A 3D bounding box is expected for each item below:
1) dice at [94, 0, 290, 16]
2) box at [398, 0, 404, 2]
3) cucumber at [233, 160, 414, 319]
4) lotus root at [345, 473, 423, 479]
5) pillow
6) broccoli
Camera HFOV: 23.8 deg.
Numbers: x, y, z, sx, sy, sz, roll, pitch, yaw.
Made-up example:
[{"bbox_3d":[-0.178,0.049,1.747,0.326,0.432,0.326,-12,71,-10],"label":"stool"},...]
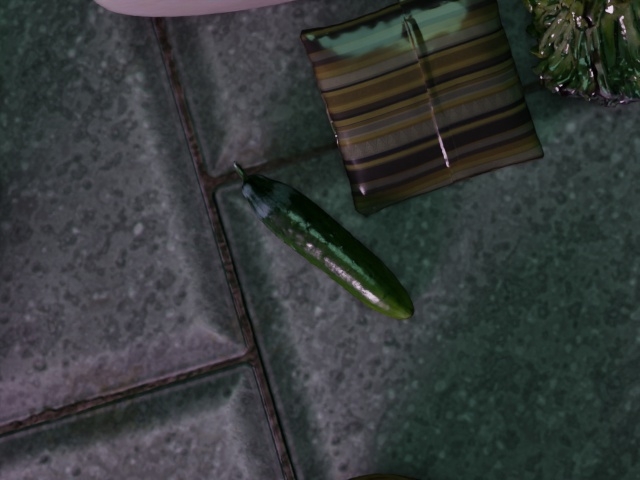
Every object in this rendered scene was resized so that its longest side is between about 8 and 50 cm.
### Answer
[{"bbox_3d":[-0.105,-0.403,1.520,0.304,0.277,0.304,-10,85,6],"label":"dice"},{"bbox_3d":[0.093,-0.255,1.605,0.024,0.053,0.083,0,88,3],"label":"box"},{"bbox_3d":[0.000,0.000,1.597,0.250,0.056,0.056,38,90,4],"label":"cucumber"},{"bbox_3d":[0.086,0.305,1.545,0.214,0.138,0.138,-3,87,-7],"label":"lotus root"},{"bbox_3d":[0.107,-0.150,1.575,0.208,0.052,0.212,-18,108,3],"label":"pillow"},{"bbox_3d":[0.271,-0.266,1.484,0.165,0.304,0.145,-13,46,7],"label":"broccoli"}]
